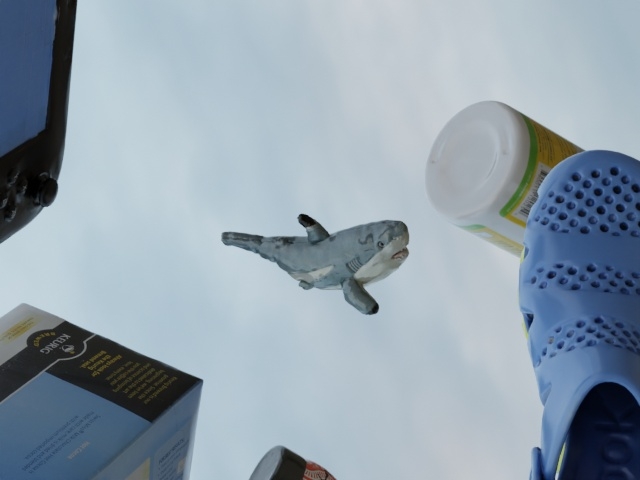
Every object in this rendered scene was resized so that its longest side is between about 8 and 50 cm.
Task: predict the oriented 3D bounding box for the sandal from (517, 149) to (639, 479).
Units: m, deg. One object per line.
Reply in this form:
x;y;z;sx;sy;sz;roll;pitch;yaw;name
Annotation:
0.179;0.093;1.034;0.138;0.126;0.317;59;-152;-72;sandal

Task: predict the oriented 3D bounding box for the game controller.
-0.205;-0.136;1.086;0.166;0.067;0.319;-59;-19;-60;game controller

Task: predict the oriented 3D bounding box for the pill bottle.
0.239;-0.044;1.839;0.246;0.136;0.136;25;-136;-38;pill bottle

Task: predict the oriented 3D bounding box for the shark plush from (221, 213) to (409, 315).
0.000;0.000;1.409;0.073;0.161;0.067;-51;-37;-36;shark plush

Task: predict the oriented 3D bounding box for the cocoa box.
-0.298;0.255;1.635;0.347;0.228;0.231;-40;-34;-55;cocoa box

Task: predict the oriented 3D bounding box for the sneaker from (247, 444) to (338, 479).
-0.052;0.363;1.802;0.145;0.270;0.090;33;173;-17;sneaker
